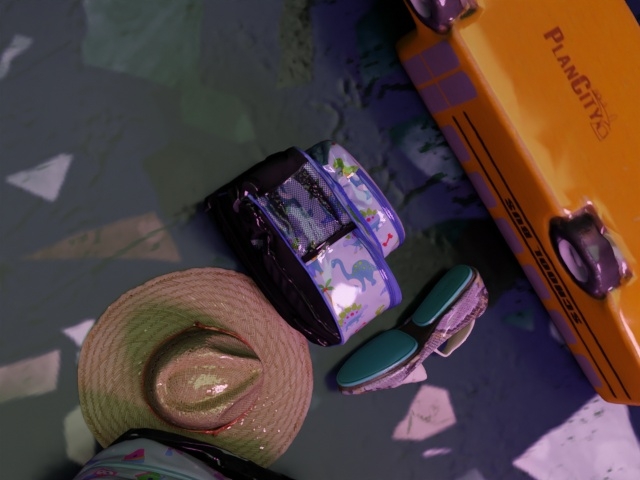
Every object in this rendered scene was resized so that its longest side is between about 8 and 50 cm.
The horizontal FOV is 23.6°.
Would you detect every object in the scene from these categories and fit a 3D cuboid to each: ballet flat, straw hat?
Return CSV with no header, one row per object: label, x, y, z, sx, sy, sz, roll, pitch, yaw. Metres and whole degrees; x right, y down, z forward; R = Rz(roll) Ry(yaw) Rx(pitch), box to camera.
ballet flat,0.062,0.065,0.946,0.114,0.041,0.041,-41,96,-11
straw hat,-0.068,0.082,0.901,0.144,0.061,0.144,1,85,-13

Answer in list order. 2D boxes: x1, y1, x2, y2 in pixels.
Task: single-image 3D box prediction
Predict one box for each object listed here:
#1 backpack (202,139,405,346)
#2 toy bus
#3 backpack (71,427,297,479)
backpack,0.000,0.000,0.900,0.084,0.105,0.114,-34,96,-13
toy bus,0.147,-0.067,0.925,0.108,0.130,0.333,-32,94,-12
backpack,-0.071,0.189,0.852,0.182,0.115,0.152,33,109,0
